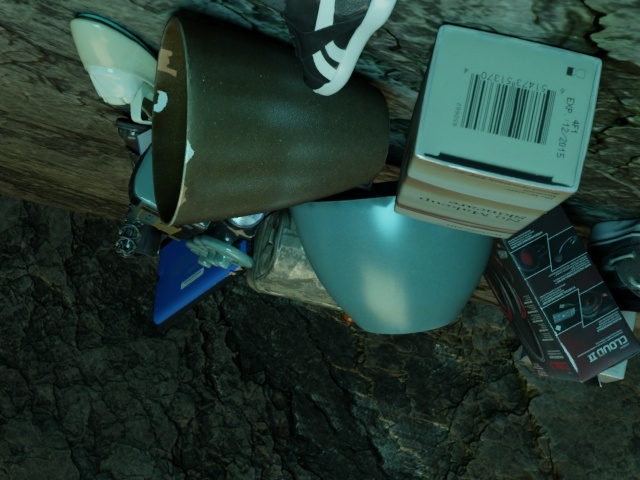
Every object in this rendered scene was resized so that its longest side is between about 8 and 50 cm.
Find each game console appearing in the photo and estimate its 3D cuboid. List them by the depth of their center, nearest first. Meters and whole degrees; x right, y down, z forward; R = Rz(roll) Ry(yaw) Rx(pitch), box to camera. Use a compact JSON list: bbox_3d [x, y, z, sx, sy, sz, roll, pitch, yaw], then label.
[{"bbox_3d":[-0.141,0.012,1.496,0.173,0.250,0.293,22,143,-31],"label":"game console"}]

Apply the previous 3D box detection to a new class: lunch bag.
[{"bbox_3d":[0.012,0.037,1.880,0.305,0.212,0.256,15,174,-14],"label":"lunch bag"}]

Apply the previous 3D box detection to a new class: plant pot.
[{"bbox_3d":[-0.050,-0.119,0.928,0.230,0.215,0.215,1,178,-19],"label":"plant pot"},{"bbox_3d":[0.114,0.020,1.206,0.290,0.195,0.290,-7,-173,1],"label":"plant pot"}]

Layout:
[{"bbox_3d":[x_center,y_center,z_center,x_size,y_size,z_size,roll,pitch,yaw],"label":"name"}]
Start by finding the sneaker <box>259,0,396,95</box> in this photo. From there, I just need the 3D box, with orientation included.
[{"bbox_3d":[-0.015,-0.195,0.702,0.121,0.079,0.217,18,164,-9],"label":"sneaker"}]

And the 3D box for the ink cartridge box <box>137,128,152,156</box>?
[{"bbox_3d":[-0.215,-0.127,1.413,0.090,0.092,0.143,-24,158,21],"label":"ink cartridge box"}]

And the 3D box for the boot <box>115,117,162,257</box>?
[{"bbox_3d":[-0.307,-0.080,1.508,0.091,0.229,0.263,15,173,15],"label":"boot"}]

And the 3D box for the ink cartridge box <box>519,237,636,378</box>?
[{"bbox_3d":[0.480,0.125,1.580,0.171,0.232,0.168,13,171,11],"label":"ink cartridge box"}]

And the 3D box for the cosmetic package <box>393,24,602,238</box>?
[{"bbox_3d":[0.164,-0.095,0.884,0.153,0.129,0.296,12,173,4],"label":"cosmetic package"}]

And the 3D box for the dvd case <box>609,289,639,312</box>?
[{"bbox_3d":[0.569,0.072,1.383,0.253,0.022,0.180,-14,-175,-24],"label":"dvd case"}]

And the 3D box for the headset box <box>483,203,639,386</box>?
[{"bbox_3d":[0.360,0.092,1.344,0.110,0.293,0.218,-28,176,-5],"label":"headset box"}]

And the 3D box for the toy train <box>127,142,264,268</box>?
[{"bbox_3d":[-0.168,-0.054,1.180,0.190,0.142,0.334,29,172,-13],"label":"toy train"}]

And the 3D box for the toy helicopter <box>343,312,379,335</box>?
[{"bbox_3d":[0.063,0.093,2.135,0.355,0.235,0.140,14,173,5],"label":"toy helicopter"}]

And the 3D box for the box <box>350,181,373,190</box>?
[{"bbox_3d":[-0.067,-0.132,1.217,0.169,0.087,0.290,19,171,-34],"label":"box"}]

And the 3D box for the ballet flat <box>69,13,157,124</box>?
[{"bbox_3d":[-0.230,-0.194,1.073,0.086,0.086,0.248,11,172,23],"label":"ballet flat"}]

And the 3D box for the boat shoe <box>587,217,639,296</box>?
[{"bbox_3d":[0.494,0.030,1.259,0.121,0.119,0.335,15,173,-6],"label":"boat shoe"}]
